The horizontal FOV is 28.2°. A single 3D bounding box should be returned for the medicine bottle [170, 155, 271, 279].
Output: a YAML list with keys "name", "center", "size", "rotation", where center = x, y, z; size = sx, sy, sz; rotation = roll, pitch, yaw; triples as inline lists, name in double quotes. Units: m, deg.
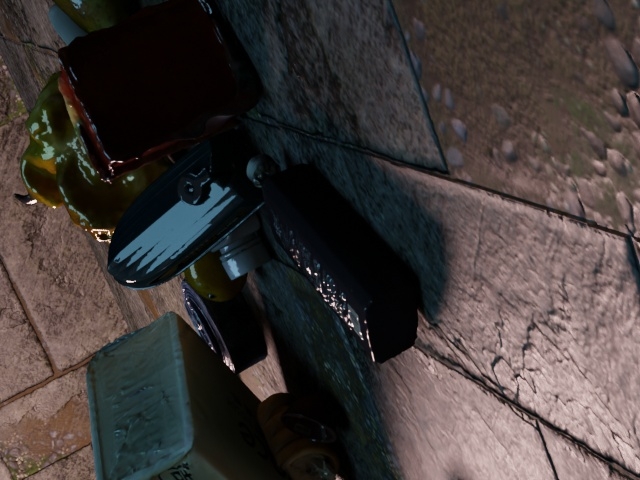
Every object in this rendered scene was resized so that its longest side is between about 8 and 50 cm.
- name: "medicine bottle"
  center: [-0.138, -0.039, 1.782]
  size: [0.183, 0.069, 0.119]
  rotation: [64, 155, 0]

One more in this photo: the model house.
- name: "model house"
  center: [-0.205, -0.177, 1.544]
  size: [0.160, 0.196, 0.254]
  rotation: [64, 166, -3]

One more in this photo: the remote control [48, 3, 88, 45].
- name: "remote control"
  center: [-0.293, -0.274, 1.871]
  size: [0.313, 0.109, 0.055]
  rotation: [49, 128, 40]

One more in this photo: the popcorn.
- name: "popcorn"
  center: [-0.355, -0.126, 2.015]
  size: [0.297, 0.281, 0.316]
  rotation: [54, -172, -46]

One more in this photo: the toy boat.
- name: "toy boat"
  center: [-0.184, -0.025, 1.682]
  size: [0.296, 0.122, 0.114]
  rotation: [-39, 72, 34]

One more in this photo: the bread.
- name: "bread"
  center: [-0.036, 0.311, 1.987]
  size: [0.119, 0.084, 0.177]
  rotation: [48, -175, -47]

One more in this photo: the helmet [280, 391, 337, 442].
- name: "helmet"
  center: [-0.007, 0.252, 1.873]
  size: [0.089, 0.057, 0.111]
  rotation: [27, 157, -3]

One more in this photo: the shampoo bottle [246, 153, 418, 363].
- name: "shampoo bottle"
  center: [0.000, -0.001, 1.397]
  size: [0.309, 0.071, 0.098]
  rotation: [49, 160, 42]

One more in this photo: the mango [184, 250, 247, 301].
- name: "mango"
  center: [-0.162, 0.011, 1.881]
  size: [0.115, 0.089, 0.165]
  rotation: [-56, -47, -57]

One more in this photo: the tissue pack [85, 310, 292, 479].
- name: "tissue pack"
  center: [-0.170, 0.360, 2.028]
  size: [0.405, 0.205, 0.332]
  rotation: [49, -167, -34]

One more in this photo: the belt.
- name: "belt"
  center: [-0.169, 0.134, 2.154]
  size: [0.190, 0.082, 0.141]
  rotation: [62, 159, -2]

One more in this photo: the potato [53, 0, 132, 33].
- name: "potato"
  center: [-0.356, -0.392, 1.825]
  size: [0.251, 0.113, 0.149]
  rotation: [62, 170, 1]
